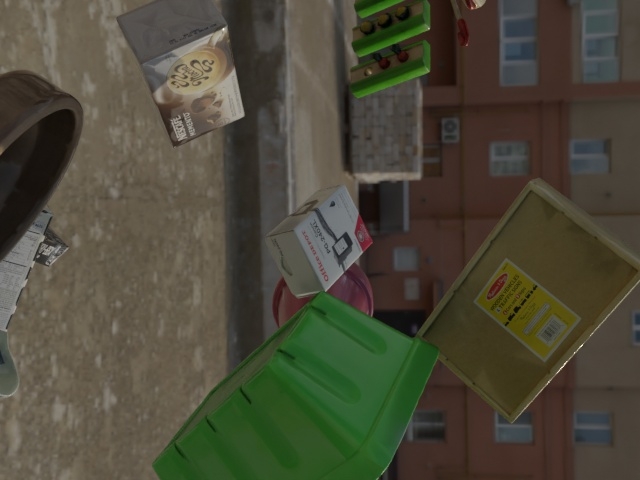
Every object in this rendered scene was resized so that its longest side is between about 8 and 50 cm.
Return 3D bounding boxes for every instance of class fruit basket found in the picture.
[{"bbox_3d":[0.013,0.307,0.973,0.283,0.392,0.392,-51,142,-53],"label":"fruit basket"}]

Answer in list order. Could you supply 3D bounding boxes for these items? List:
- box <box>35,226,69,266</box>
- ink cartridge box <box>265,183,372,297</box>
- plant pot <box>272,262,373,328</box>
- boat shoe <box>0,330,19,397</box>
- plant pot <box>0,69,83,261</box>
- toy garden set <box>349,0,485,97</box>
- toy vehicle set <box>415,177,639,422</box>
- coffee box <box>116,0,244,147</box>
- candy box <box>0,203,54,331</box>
[{"bbox_3d":[-0.758,-0.062,1.859,0.076,0.242,0.307,-45,174,-5],"label":"box"},{"bbox_3d":[0.000,0.000,1.163,0.150,0.063,0.109,-45,114,-45],"label":"ink cartridge box"},{"bbox_3d":[0.000,0.146,1.471,0.180,0.201,0.201,-78,165,-68],"label":"plant pot"},{"bbox_3d":[-0.703,0.225,1.632,0.079,0.081,0.227,-8,80,-55],"label":"boat shoe"},{"bbox_3d":[-0.401,-0.091,0.752,0.263,0.229,0.263,-56,-177,5],"label":"plant pot"},{"bbox_3d":[0.124,-0.325,0.992,0.049,0.204,0.244,34,51,-46],"label":"toy garden set"},{"bbox_3d":[0.250,0.078,0.950,0.035,0.166,0.267,-18,146,-54],"label":"toy vehicle set"},{"bbox_3d":[-0.256,-0.322,1.469,0.119,0.168,0.297,60,-11,20],"label":"coffee box"},{"bbox_3d":[-0.567,0.024,1.396,0.159,0.071,0.233,33,-79,56],"label":"candy box"}]
